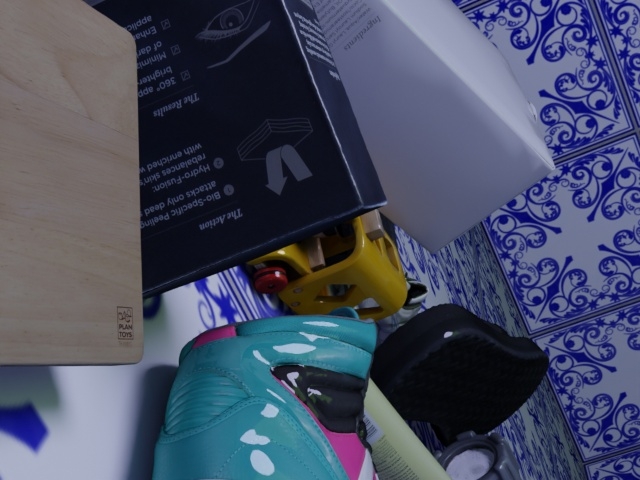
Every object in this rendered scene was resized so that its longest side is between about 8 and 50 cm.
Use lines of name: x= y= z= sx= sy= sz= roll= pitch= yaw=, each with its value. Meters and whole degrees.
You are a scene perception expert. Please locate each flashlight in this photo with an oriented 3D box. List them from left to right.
flashlight: x=0.225 y=0.363 z=1.120 sx=0.304 sy=0.103 sz=0.103 roll=61 pitch=13 yaw=-24

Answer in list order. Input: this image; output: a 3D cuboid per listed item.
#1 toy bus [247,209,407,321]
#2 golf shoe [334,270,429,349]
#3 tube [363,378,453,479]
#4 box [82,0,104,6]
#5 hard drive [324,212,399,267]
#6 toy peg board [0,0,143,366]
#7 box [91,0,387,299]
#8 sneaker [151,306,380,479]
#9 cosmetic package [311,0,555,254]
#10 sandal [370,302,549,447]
toy bus: x=0.003 y=0.000 z=0.812 sx=0.202 sy=0.104 sz=0.191 roll=-69 pitch=135 yaw=-70
golf shoe: x=0.083 y=0.078 z=1.037 sx=0.176 sy=0.086 sz=0.069 roll=41 pitch=29 yaw=-65
tube: x=0.056 y=0.186 z=0.800 sx=0.070 sy=0.062 sz=0.240 roll=22 pitch=-27 yaw=54
box: x=-0.150 y=-0.299 z=0.598 sx=0.121 sy=0.148 sz=0.311 roll=52 pitch=23 yaw=-52
hard drive: x=0.026 y=-0.082 z=1.052 sx=0.172 sy=0.054 sz=0.255 roll=19 pitch=60 yaw=-67
toy peg board: x=-0.147 y=-0.027 z=0.396 sx=0.161 sy=0.079 sz=0.161 roll=21 pitch=65 yaw=-70
box: x=-0.066 y=-0.063 z=0.544 sx=0.093 sy=0.156 sz=0.158 roll=-16 pitch=85 yaw=-77
sneaker: x=0.000 y=0.135 z=0.589 sx=0.295 sy=0.123 sz=0.178 roll=50 pitch=33 yaw=-49
cosmetic package: x=0.030 y=-0.177 z=0.858 sx=0.365 sy=0.155 sz=0.197 roll=39 pitch=27 yaw=-31
sandal: x=0.154 y=0.138 z=1.092 sx=0.107 sy=0.167 sz=0.446 roll=52 pitch=5 yaw=28
